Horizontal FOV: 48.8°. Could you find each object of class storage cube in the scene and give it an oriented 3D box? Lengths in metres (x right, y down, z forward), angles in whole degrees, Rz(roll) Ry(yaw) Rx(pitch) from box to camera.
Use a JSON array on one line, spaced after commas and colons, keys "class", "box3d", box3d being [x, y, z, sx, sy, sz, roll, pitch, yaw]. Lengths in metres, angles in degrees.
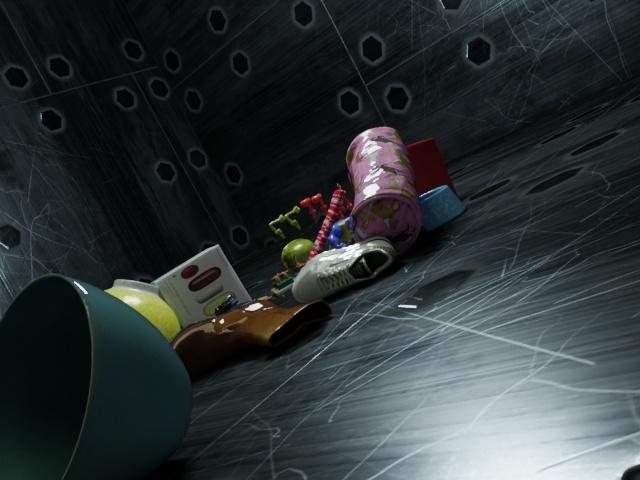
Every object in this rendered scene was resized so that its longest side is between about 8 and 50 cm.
[{"class": "storage cube", "box3d": [0.227, -0.147, 1.947, 0.193, 0.215, 0.184, -23, 0, -39]}]

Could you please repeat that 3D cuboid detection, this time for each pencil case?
[{"class": "pencil case", "box3d": [0.140, -0.123, 1.637, 0.167, 0.160, 0.386, -16, 31, 12]}]

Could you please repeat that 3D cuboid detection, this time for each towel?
[{"class": "towel", "box3d": [0.000, 0.000, 1.760, 0.199, 0.031, 0.274, -87, 20, -85]}]

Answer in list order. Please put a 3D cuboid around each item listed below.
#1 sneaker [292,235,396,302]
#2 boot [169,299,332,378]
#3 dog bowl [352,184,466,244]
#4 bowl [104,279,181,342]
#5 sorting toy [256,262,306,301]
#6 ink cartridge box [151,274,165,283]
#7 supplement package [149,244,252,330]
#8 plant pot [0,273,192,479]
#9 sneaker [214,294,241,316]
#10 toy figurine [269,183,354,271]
[{"class": "sneaker", "box3d": [0.044, 0.065, 1.455, 0.235, 0.090, 0.095, -29, 14, 9]}, {"class": "boot", "box3d": [-0.146, 0.193, 1.321, 0.264, 0.096, 0.280, -22, 8, -31]}, {"class": "dog bowl", "box3d": [0.207, -0.045, 1.739, 0.297, 0.074, 0.166, -27, 5, 18]}, {"class": "bowl", "box3d": [-0.491, 0.188, 1.825, 0.290, 0.156, 0.289, 8, -13, 2]}, {"class": "sorting toy", "box3d": [-0.087, 0.106, 1.974, 0.275, 0.046, 0.132, -29, 4, -8]}, {"class": "ink cartridge box", "box3d": [-0.401, 0.177, 2.114, 0.140, 0.190, 0.082, -23, 7, 42]}, {"class": "supplement package", "box3d": [-0.335, 0.148, 1.976, 0.203, 0.194, 0.149, -33, 6, -19]}, {"class": "plant pot", "box3d": [-0.279, 0.202, 0.889, 0.290, 0.290, 0.195, -25, -30, 36]}, {"class": "sneaker", "box3d": [-0.190, 0.165, 1.676, 0.152, 0.084, 0.058, -25, 6, 35]}, {"class": "toy figurine", "box3d": [0.058, -0.056, 2.084, 0.217, 0.191, 0.363, -14, 11, 47]}]
